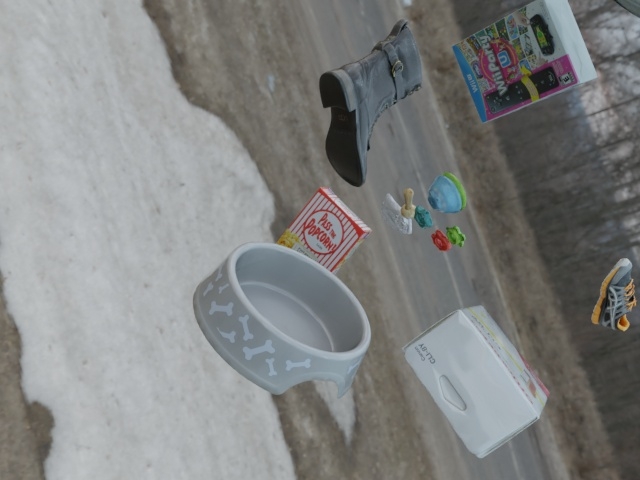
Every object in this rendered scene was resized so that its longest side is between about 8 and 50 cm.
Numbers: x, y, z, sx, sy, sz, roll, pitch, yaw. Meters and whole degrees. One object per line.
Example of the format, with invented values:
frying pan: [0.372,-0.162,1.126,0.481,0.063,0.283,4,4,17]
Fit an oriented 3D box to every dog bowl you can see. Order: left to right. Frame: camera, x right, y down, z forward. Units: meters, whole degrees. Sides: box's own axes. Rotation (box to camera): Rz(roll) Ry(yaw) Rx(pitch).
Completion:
dog bowl: [-0.059,0.137,1.502,0.349,0.102,0.348,28,26,-14]

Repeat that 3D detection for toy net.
toy net: [0.181,-0.042,1.388,0.122,0.045,0.232,64,-21,-6]

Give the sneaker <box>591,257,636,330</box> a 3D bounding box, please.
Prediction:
sneaker: [0.715,0.130,1.928,0.084,0.083,0.214,-38,143,-32]

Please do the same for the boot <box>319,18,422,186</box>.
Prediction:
boot: [0.112,-0.251,1.502,0.229,0.091,0.262,-35,133,-32]

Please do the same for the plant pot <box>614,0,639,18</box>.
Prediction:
plant pot: [0.378,-0.347,0.828,0.290,0.290,0.195,65,-9,-15]

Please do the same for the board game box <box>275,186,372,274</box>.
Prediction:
board game box: [0.000,0.000,1.804,0.147,0.193,0.045,45,20,17]

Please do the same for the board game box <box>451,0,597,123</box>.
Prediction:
board game box: [0.502,-0.448,2.017,0.098,0.303,0.223,-25,94,-37]

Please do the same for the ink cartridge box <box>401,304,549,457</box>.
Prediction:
ink cartridge box: [0.360,0.301,1.814,0.279,0.160,0.385,54,13,14]
